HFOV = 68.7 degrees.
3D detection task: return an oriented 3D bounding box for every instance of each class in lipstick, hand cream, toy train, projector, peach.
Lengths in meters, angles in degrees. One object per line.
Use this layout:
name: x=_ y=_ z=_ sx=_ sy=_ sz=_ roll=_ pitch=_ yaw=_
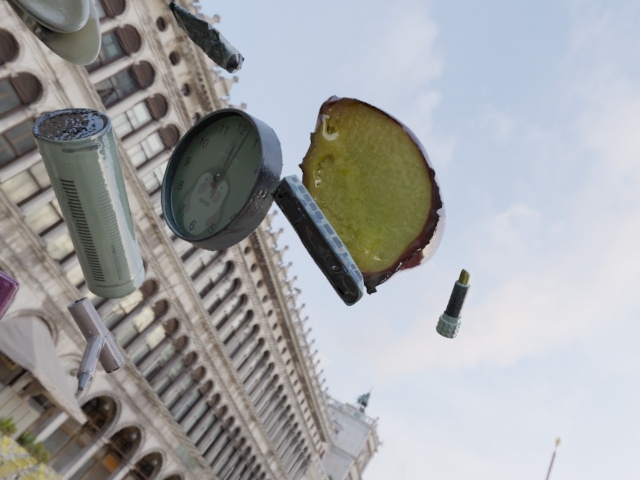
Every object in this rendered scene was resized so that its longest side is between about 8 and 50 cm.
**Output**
lipstick: x=0.216 y=0.097 z=0.740 sx=0.037 sy=0.037 sz=0.116 roll=23 pitch=-67 yaw=25
hand cream: x=-0.273 y=-0.473 z=1.108 sx=0.248 sy=0.052 sz=0.075 roll=41 pitch=-36 yaw=17
toy train: x=0.000 y=0.000 z=0.681 sx=0.043 sy=0.047 sz=0.208 roll=-40 pitch=-101 yaw=39
projector: x=-0.372 y=-0.047 z=0.781 sx=0.108 sy=0.108 sz=0.338 roll=27 pitch=-44 yaw=20
peach: x=0.090 y=-0.089 z=0.893 sx=0.201 sy=0.257 sz=0.362 roll=21 pitch=48 yaw=-78

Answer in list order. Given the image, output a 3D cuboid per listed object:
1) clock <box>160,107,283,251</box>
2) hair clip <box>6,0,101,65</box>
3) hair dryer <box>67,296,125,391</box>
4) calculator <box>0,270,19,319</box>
clock: x=-0.225 y=-0.138 z=1.029 sx=0.318 sy=0.319 sz=0.066 roll=11 pitch=-9 yaw=36
hair clip: x=-0.535 y=-0.497 z=0.919 sx=0.282 sy=0.172 sz=0.113 roll=61 pitch=-19 yaw=-11
hair dryer: x=-0.539 y=0.250 z=1.067 sx=0.220 sy=0.053 sz=0.195 roll=-120 pitch=-173 yaw=-76
calculator: x=-0.570 y=0.119 z=0.716 sx=0.126 sy=0.191 sz=0.034 roll=30 pitch=-8 yaw=-16
